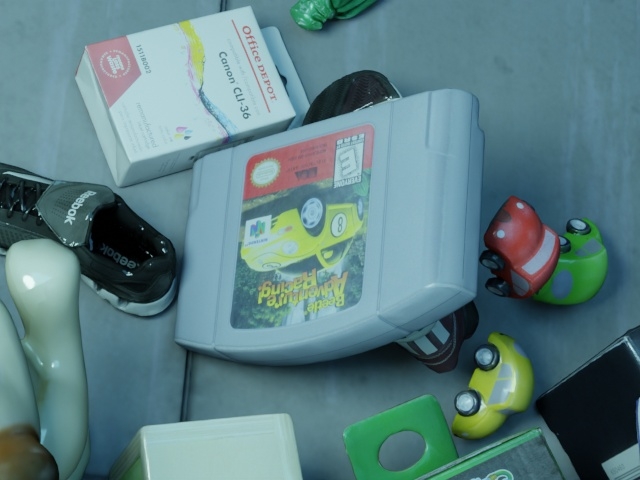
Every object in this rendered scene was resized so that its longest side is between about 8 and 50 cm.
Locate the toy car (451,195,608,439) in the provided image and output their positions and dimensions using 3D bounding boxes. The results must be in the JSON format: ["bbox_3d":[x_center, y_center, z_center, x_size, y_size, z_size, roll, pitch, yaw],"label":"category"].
[{"bbox_3d":[0.198,0.044,1.636,0.053,0.239,0.225,23,34,24],"label":"toy car"}]

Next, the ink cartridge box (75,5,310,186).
[{"bbox_3d":[-0.101,-0.132,1.658,0.198,0.067,0.115,-17,76,-22],"label":"ink cartridge box"}]

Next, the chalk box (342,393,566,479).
[{"bbox_3d":[0.110,0.270,1.512,0.180,0.179,0.289,-21,76,-21],"label":"chalk box"}]

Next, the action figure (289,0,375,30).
[{"bbox_3d":[0.053,-0.280,1.745,0.063,0.137,0.232,33,71,23],"label":"action figure"}]

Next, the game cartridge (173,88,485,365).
[{"bbox_3d":[0.000,0.000,1.530,0.060,0.294,0.196,22,62,-46],"label":"game cartridge"}]

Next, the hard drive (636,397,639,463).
[{"bbox_3d":[0.404,0.227,1.456,0.318,0.040,0.210,4,70,-15],"label":"hard drive"}]

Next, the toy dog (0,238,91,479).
[{"bbox_3d":[-0.316,0.150,1.302,0.284,0.408,0.395,30,65,-4],"label":"toy dog"}]

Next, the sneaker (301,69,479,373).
[{"bbox_3d":[0.065,-0.003,1.638,0.106,0.162,0.281,-21,52,15],"label":"sneaker"}]

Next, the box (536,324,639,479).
[{"bbox_3d":[0.443,0.160,1.630,0.395,0.212,0.293,-23,78,-22],"label":"box"}]

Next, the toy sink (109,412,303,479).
[{"bbox_3d":[-0.085,0.269,1.468,0.131,0.153,0.234,-4,73,-18],"label":"toy sink"}]

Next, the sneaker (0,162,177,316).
[{"bbox_3d":[-0.217,-0.020,1.561,0.234,0.106,0.078,26,64,-6],"label":"sneaker"}]
